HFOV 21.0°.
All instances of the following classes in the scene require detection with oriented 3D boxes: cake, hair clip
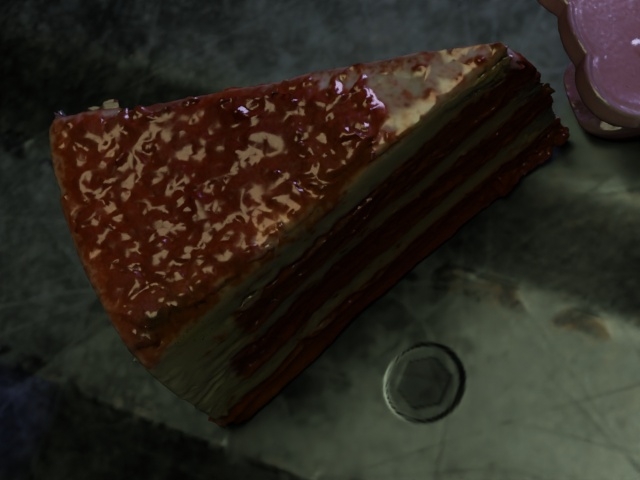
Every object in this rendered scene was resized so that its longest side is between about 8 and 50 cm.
[{"bbox_3d":[0.000,0.000,0.919,0.262,0.158,0.159,-9,70,16],"label":"cake"},{"bbox_3d":[0.191,-0.114,0.923,0.138,0.102,0.123,-18,66,13],"label":"hair clip"}]
